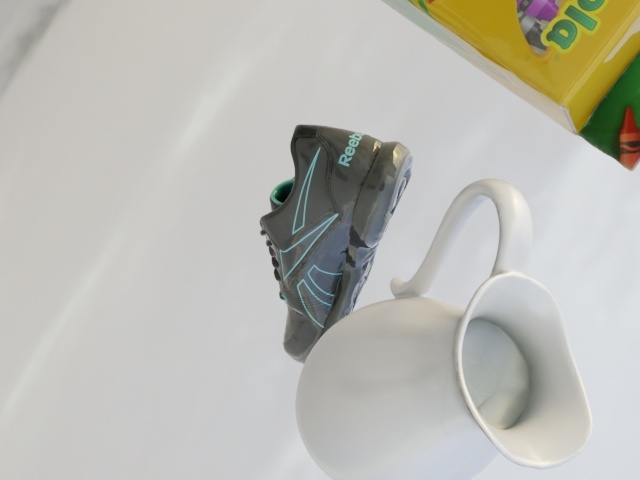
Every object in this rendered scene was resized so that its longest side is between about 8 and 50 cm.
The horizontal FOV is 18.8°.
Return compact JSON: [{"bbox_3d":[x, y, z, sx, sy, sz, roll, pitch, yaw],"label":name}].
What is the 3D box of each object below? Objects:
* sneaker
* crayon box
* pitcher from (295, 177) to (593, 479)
[{"bbox_3d":[0.000,0.000,1.691,0.101,0.106,0.267,-64,175,-48],"label":"sneaker"},{"bbox_3d":[0.163,-0.224,1.440,0.202,0.318,0.081,-53,159,-2],"label":"crayon box"},{"bbox_3d":[0.070,0.066,1.185,0.207,0.126,0.177,-25,-119,58],"label":"pitcher"}]
